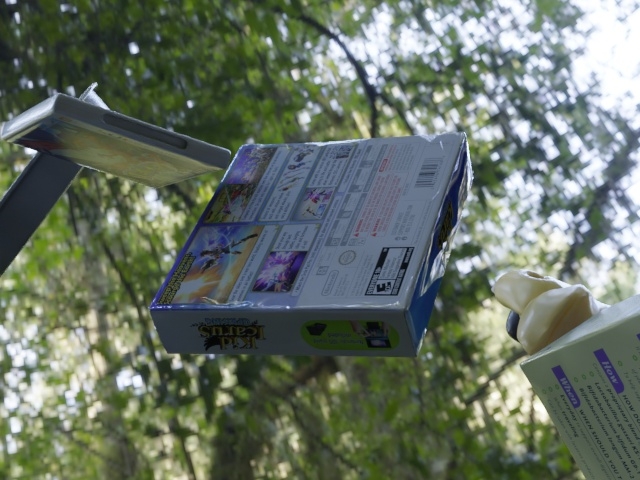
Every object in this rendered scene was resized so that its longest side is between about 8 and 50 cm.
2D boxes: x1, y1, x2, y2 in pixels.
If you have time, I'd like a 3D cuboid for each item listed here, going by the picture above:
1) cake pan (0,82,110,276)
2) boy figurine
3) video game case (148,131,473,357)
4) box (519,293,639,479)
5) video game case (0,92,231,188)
[{"bbox_3d":[-0.349,-0.066,1.582,0.054,0.293,0.293,37,-63,-10],"label":"cake pan"},{"bbox_3d":[0.263,0.094,1.360,0.092,0.177,0.285,-57,-6,3],"label":"boy figurine"},{"bbox_3d":[0.000,0.000,1.204,0.244,0.269,0.061,0,-52,21],"label":"video game case"},{"bbox_3d":[0.314,0.138,1.009,0.117,0.213,0.243,-27,-5,-31],"label":"box"},{"bbox_3d":[-0.213,-0.097,1.295,0.183,0.023,0.201,18,-11,-26],"label":"video game case"}]
